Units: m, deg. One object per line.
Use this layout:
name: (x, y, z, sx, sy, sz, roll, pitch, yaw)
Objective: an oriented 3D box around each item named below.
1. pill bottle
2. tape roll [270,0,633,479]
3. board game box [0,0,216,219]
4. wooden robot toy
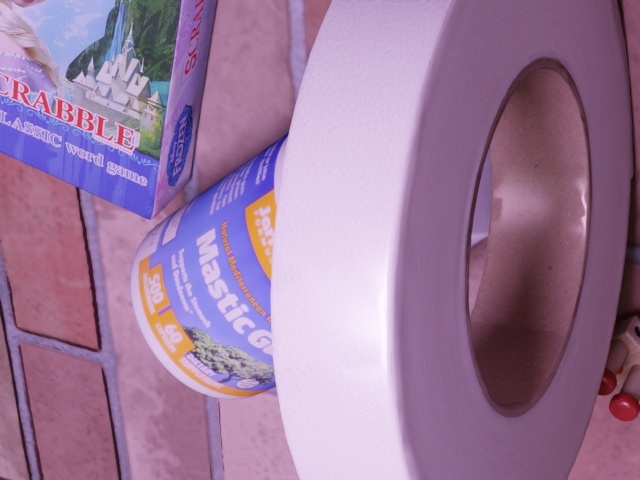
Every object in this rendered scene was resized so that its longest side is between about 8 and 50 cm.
pill bottle: (0.000, 0.000, 1.250, 0.152, 0.152, 0.272, 48, 133, -10)
tape roll: (0.092, -0.005, 1.033, 0.072, 0.392, 0.392, 6, 126, 27)
board game box: (-0.227, -0.207, 1.284, 0.319, 0.066, 0.318, 23, 132, 13)
wooden robot toy: (0.196, 0.087, 1.262, 0.173, 0.076, 0.079, 48, 144, -9)
